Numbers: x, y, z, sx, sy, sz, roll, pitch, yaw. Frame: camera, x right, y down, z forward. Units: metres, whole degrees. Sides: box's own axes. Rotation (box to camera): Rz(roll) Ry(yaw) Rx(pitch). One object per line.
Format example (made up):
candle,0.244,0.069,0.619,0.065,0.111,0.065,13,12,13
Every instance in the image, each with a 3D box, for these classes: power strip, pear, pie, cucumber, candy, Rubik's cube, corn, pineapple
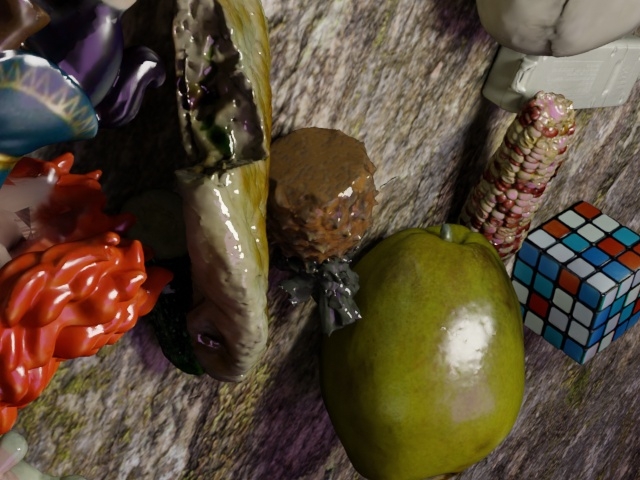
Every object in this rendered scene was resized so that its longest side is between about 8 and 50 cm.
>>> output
power strip,0.322,-0.217,1.463,0.338,0.058,0.098,-9,127,-48
pear,0.124,0.138,1.371,0.269,0.269,0.321,4,99,-53
pie,-0.074,-0.051,0.933,0.075,0.338,0.338,-2,134,0
cucumber,-0.137,0.050,1.113,0.074,0.074,0.241,-39,147,-22
candy,0.281,-0.322,1.196,0.295,0.185,0.295,-28,153,-16
Rubik's cube,0.389,0.061,1.718,0.155,0.154,0.151,-27,140,-35
corn,0.241,-0.070,1.417,0.092,0.092,0.280,-31,158,-32
pineapple,0.001,0.000,1.200,0.128,0.128,0.248,-38,149,-24

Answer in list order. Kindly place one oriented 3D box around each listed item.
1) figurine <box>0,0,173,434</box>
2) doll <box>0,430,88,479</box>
figurine,-0.250,-0.041,0.751,0.306,0.241,0.412,-18,124,-33
doll,-0.335,0.241,1.011,0.275,0.113,0.155,14,100,-49
